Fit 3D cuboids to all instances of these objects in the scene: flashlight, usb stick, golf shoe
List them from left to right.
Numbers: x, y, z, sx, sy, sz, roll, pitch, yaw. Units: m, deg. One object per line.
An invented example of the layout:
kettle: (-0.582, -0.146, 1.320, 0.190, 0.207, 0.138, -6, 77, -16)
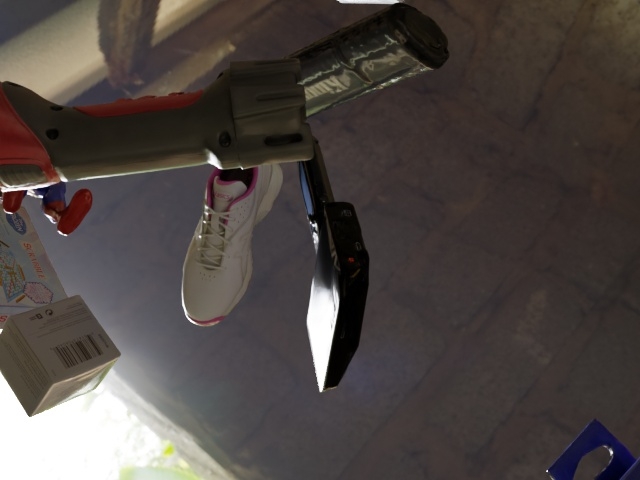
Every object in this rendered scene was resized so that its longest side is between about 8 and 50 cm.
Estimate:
flashlight: (-0.163, -0.099, 0.654, 0.103, 0.304, 0.103, -104, 5, -76)
golf shoe: (-0.155, -0.022, 1.239, 0.140, 0.115, 0.306, 63, -140, -67)
usb stick: (0.003, -0.158, 0.765, 0.278, 0.077, 0.045, -10, 62, 50)

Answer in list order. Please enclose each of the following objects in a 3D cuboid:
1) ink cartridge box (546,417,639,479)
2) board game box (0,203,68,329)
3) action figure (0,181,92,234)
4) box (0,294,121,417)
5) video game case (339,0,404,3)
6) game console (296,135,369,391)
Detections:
ink cartridge box: (0.411, 0.337, 0.774, 0.270, 0.395, 0.151, -33, -44, -31)
board game box: (-0.680, 0.038, 1.538, 0.318, 0.318, 0.066, 9, -54, -48)
action figure: (-0.291, -0.100, 0.853, 0.280, 0.092, 0.139, 21, 84, 61)
box: (-0.320, 0.138, 0.959, 0.101, 0.102, 0.087, -20, -24, -51)
video game case: (0.018, -0.365, 1.071, 0.157, 0.143, 0.019, 25, -91, -38)
game console: (0.000, 0.000, 1.041, 0.044, 0.361, 0.213, -1, -47, -11)
